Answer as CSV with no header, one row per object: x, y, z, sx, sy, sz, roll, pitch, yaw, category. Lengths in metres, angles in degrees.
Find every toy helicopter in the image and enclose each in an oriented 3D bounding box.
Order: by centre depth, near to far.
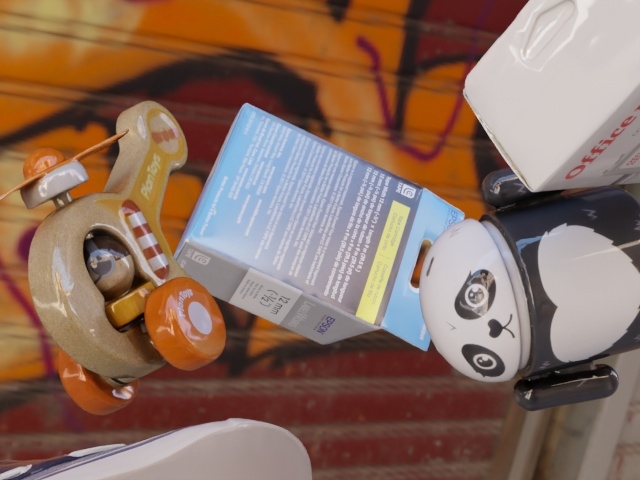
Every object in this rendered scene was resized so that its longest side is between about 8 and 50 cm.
-0.199,-0.027,1.178,0.235,0.140,0.355,47,30,-28,toy helicopter

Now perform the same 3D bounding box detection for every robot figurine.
0.238,0.042,1.231,0.278,0.173,0.209,-12,62,-9,robot figurine

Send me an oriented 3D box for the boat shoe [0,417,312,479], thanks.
-0.169,0.213,1.040,0.158,0.127,0.340,2,1,40,boat shoe

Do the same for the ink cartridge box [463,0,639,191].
0.288,-0.149,1.017,0.283,0.207,0.117,-7,58,-42,ink cartridge box

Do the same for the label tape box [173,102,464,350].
0.000,0.000,1.677,0.347,0.115,0.249,26,55,-9,label tape box
